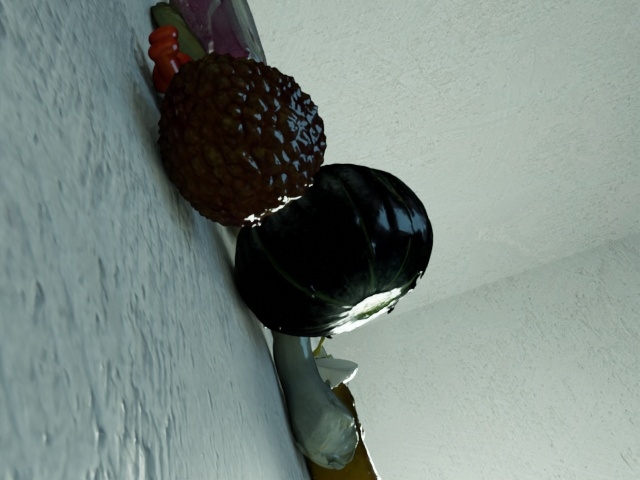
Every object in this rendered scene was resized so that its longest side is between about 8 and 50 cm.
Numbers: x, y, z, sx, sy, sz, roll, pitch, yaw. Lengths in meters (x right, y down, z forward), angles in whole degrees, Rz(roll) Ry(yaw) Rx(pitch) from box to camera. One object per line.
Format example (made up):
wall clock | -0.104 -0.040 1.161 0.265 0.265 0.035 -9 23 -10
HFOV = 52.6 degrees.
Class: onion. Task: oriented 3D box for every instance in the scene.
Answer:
onion | -0.210 -0.411 1.380 0.267 0.159 0.348 -8 78 -80

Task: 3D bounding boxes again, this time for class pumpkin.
pumpkin | 0.000 0.000 0.971 0.296 0.296 0.295 161 -90 -89

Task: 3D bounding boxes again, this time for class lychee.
lychee | -0.090 -0.109 0.688 0.188 0.188 0.188 161 -90 -89

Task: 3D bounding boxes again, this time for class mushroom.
mushroom | -0.023 0.231 1.030 0.096 0.099 0.278 91 -21 -52

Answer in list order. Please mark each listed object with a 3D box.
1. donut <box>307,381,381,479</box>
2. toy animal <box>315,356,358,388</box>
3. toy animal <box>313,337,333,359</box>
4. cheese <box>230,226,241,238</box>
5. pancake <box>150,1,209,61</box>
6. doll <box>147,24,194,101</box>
donut | 0.044 0.391 1.124 0.277 0.109 0.277 161 -90 -89
toy animal | 0.006 0.364 1.383 0.104 0.131 0.220 16 -78 49
toy animal | -0.002 0.322 1.652 0.219 0.095 0.155 76 -9 -86
cheese | -0.112 -0.074 1.138 0.218 0.117 0.235 117 -45 -86
pancake | -0.186 -0.293 1.105 0.294 0.049 0.294 48 2 -2
doll | -0.152 -0.144 0.822 0.142 0.076 0.245 -110 177 -57
